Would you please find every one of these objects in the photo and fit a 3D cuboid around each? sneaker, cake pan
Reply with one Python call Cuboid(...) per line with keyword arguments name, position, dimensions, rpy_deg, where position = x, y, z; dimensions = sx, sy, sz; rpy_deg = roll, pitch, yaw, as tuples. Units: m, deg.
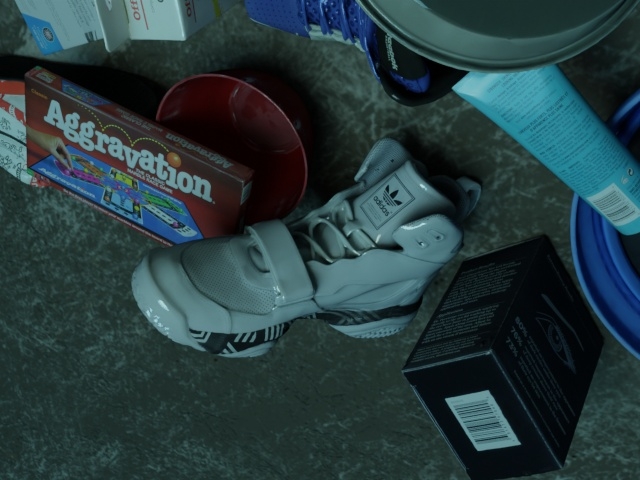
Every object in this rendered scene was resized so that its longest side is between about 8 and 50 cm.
Cuboid(name="sneaker", position=(0.059, -0.214, 0.876), dimensions=(0.316, 0.182, 0.127), rpy_deg=(11, 125, 21))
Cuboid(name="sneaker", position=(-0.301, -0.132, 1.193), dimensions=(0.270, 0.090, 0.145), rpy_deg=(14, 128, 24))
Cuboid(name="cake pan", position=(0.144, -0.277, 0.750), dimensions=(0.293, 0.054, 0.293), rpy_deg=(-1, 96, -7))
Cuboid(name="sneaker", position=(0.000, 0.000, 0.988), dimensions=(0.210, 0.366, 0.137), rpy_deg=(-54, 51, 34))

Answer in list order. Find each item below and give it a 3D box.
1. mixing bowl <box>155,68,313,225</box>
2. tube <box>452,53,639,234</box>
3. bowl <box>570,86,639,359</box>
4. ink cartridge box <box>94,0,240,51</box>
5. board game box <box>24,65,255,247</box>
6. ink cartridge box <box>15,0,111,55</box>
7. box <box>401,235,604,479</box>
Cuboid(name="mixing bowl", position=(-0.076, -0.117, 1.073), dimensions=(0.181, 0.098, 0.181), rpy_deg=(15, 129, 20))
Cuboid(name="tube", position=(0.212, -0.087, 0.838), dimensions=(0.207, 0.052, 0.080), rpy_deg=(41, 109, -19))
Cuboid(name="bowl", position=(0.429, -0.009, 0.890), dimensions=(0.391, 0.077, 0.391), rpy_deg=(15, 128, 20))
Cuboid(name="ink cartridge box", position=(-0.137, -0.264, 0.935), dimensions=(0.067, 0.198, 0.115), rpy_deg=(7, 125, 25))
Cuboid(name="board game box", position=(-0.208, -0.076, 1.093), dimensions=(0.281, 0.027, 0.145), rpy_deg=(26, 132, 13))
Cuboid(name="ink cartridge box", position=(-0.249, -0.278, 1.079), dimensions=(0.180, 0.060, 0.104), rpy_deg=(-7, 118, 32))
Cuboid(name="box", position=(0.196, 0.120, 1.019), dimensions=(0.108, 0.207, 0.153), rpy_deg=(-20, 110, 37))
